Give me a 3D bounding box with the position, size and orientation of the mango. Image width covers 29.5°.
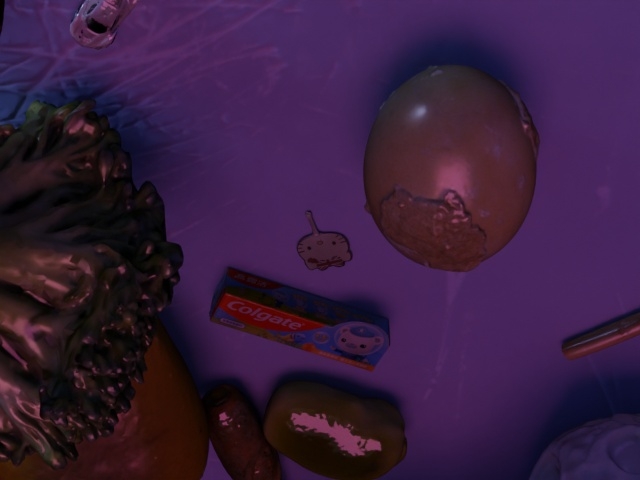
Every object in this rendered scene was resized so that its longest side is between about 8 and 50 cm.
[{"bbox_3d":[-0.249,0.180,1.318,0.253,0.182,0.365,2,133,0],"label":"mango"}]

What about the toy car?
[{"bbox_3d":[-0.189,-0.202,1.069,0.041,0.025,0.093,27,128,-20],"label":"toy car"}]

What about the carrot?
[{"bbox_3d":[-0.075,0.300,1.508,0.070,0.070,0.342,-9,133,10],"label":"carrot"}]

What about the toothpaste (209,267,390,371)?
[{"bbox_3d":[-0.017,0.080,1.313,0.193,0.044,0.070,19,129,-15],"label":"toothpaste"}]

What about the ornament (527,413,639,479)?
[{"bbox_3d":[0.375,0.365,1.367,0.337,0.337,0.337,1,133,1],"label":"ornament"}]

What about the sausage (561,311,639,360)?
[{"bbox_3d":[0.328,0.100,1.335,0.132,0.024,0.024,-26,127,25],"label":"sausage"}]

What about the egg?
[{"bbox_3d":[0.117,-0.063,1.097,0.164,0.164,0.201,1,130,1],"label":"egg"}]

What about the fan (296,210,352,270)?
[{"bbox_3d":[0.000,0.000,1.265,0.056,0.004,0.083,-11,131,12],"label":"fan"}]

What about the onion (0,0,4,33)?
[{"bbox_3d":[-0.442,-0.209,0.881,0.398,0.420,0.398,-26,147,-18],"label":"onion"}]

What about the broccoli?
[{"bbox_3d":[-0.289,0.034,1.094,0.334,0.324,0.272,-31,126,15],"label":"broccoli"}]

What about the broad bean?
[{"bbox_3d":[0.019,0.224,1.428,0.174,0.082,0.124,16,125,-1],"label":"broad bean"}]
